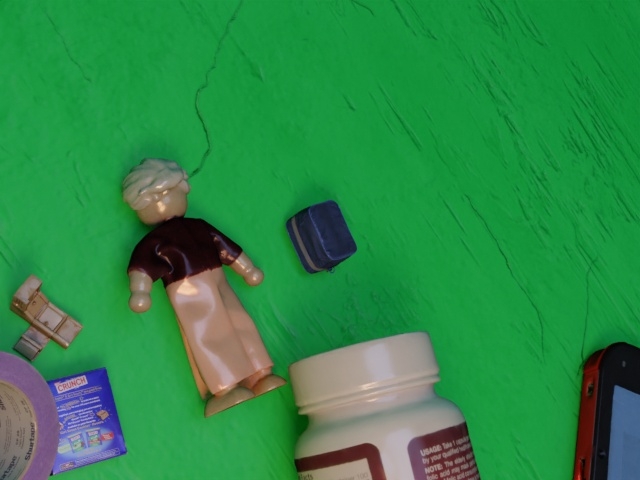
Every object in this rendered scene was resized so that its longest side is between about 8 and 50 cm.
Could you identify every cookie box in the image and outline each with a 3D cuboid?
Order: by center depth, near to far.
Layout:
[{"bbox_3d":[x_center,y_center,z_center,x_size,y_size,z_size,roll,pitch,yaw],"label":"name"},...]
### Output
[{"bbox_3d":[-0.288,0.214,1.070,0.092,0.040,0.107,-11,79,-29],"label":"cookie box"}]

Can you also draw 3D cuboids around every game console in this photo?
[{"bbox_3d":[0.544,0.380,1.424,0.342,0.060,0.386,22,66,-19],"label":"game console"}]

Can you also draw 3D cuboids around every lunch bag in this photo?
[{"bbox_3d":[0.000,0.000,1.271,0.067,0.065,0.098,-15,79,-45],"label":"lunch bag"}]

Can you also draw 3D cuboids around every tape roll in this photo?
[{"bbox_3d":[-0.378,0.210,0.957,0.189,0.080,0.189,9,79,-52],"label":"tape roll"}]

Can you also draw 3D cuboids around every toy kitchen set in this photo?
[{"bbox_3d":[-0.331,0.099,1.065,0.083,0.075,0.068,37,62,-7],"label":"toy kitchen set"}]

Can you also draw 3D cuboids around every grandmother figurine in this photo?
[{"bbox_3d":[-0.167,0.049,1.158,0.208,0.104,0.342,-9,73,-57],"label":"grandmother figurine"}]

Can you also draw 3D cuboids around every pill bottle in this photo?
[{"bbox_3d":[0.092,0.324,1.119,0.224,0.224,0.392,-7,78,-28],"label":"pill bottle"}]
